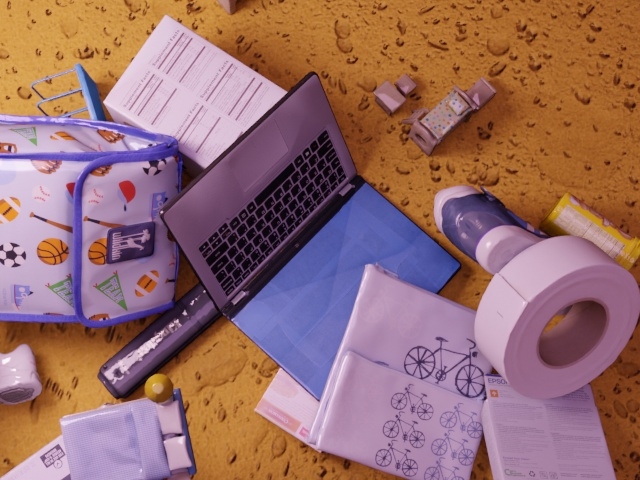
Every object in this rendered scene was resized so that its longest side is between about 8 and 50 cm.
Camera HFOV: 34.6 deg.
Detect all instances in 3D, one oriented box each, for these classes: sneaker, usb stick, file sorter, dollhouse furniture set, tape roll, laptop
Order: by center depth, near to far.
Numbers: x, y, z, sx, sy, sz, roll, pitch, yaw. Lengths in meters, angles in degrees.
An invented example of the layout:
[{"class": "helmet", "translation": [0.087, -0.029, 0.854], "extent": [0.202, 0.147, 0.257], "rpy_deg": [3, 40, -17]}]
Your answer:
[{"class": "dollhouse furniture set", "translation": [-0.329, 0.369, 1.527], "extent": [0.286, 0.198, 0.304], "rpy_deg": [-10, 84, -7]}, {"class": "laptop", "translation": [0.000, 0.000, 1.788], "extent": [0.236, 0.408, 0.382], "rpy_deg": [26, 62, 40]}, {"class": "tape roll", "translation": [0.413, 0.136, 1.794], "extent": [0.286, 0.286, 0.100], "rpy_deg": [-30, 40, -7]}, {"class": "sneaker", "translation": [-0.610, 0.247, 1.844], "extent": [0.232, 0.090, 0.115], "rpy_deg": [-13, 56, 2]}, {"class": "usb stick", "translation": [-0.282, 0.177, 1.876], "extent": [0.278, 0.045, 0.077], "rpy_deg": [-41, 85, -8]}, {"class": "sneaker", "translation": [0.343, 0.000, 1.891], "extent": [0.322, 0.236, 0.130], "rpy_deg": [25, 107, -39]}, {"class": "file sorter", "translation": [-0.455, -0.218, 1.903], "extent": [0.104, 0.118, 0.170], "rpy_deg": [-18, 81, -2]}, {"class": "dollhouse furniture set", "translation": [0.220, -0.286, 1.946], "extent": [0.182, 0.101, 0.161], "rpy_deg": [-43, 84, -8]}]

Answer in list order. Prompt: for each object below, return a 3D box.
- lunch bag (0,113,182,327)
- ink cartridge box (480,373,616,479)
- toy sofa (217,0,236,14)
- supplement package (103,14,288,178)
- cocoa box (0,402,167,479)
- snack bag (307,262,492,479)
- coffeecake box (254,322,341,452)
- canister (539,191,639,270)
[{"class": "lunch bag", "translation": [-0.433, -0.033, 1.762], "extent": [0.385, 0.239, 0.328], "rpy_deg": [3, 116, -6]}, {"class": "ink cartridge box", "translation": [0.400, 0.350, 1.829], "extent": [0.223, 0.045, 0.224], "rpy_deg": [7, 50, -13]}, {"class": "toy sofa", "translation": [-0.091, -0.615, 1.955], "extent": [0.362, 0.177, 0.150], "rpy_deg": [-40, 84, -7]}, {"class": "supplement package", "translation": [-0.216, -0.231, 1.871], "extent": [0.262, 0.199, 0.198], "rpy_deg": [33, 81, 4]}, {"class": "cocoa box", "translation": [-0.420, 0.463, 1.727], "extent": [0.347, 0.231, 0.228], "rpy_deg": [-35, 84, -8]}, {"class": "snack bag", "translation": [0.171, 0.249, 1.827], "extent": [0.323, 0.037, 0.343], "rpy_deg": [23, 78, -19]}, {"class": "coffeecake box", "translation": [-0.011, 0.267, 1.858], "extent": [0.142, 0.068, 0.185], "rpy_deg": [32, 80, 5]}, {"class": "canister", "translation": [0.497, -0.009, 1.897], "extent": [0.170, 0.126, 0.073], "rpy_deg": [36, 81, 6]}]
